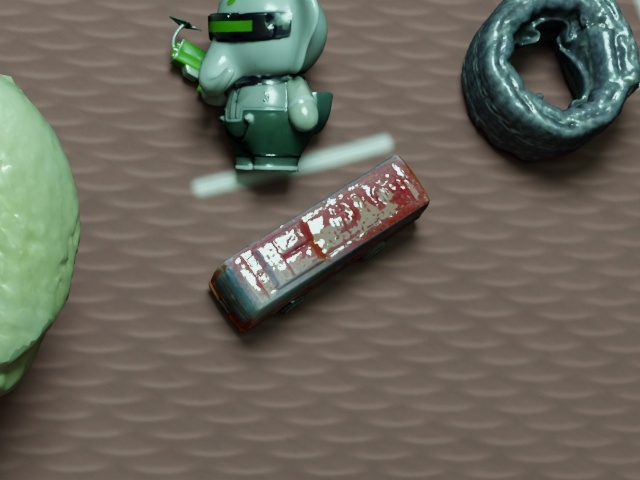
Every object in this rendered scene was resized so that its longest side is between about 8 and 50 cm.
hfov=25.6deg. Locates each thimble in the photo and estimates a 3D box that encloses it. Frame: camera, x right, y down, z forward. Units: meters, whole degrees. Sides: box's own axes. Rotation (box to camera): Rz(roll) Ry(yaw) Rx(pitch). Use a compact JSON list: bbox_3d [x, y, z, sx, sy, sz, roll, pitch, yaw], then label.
[{"bbox_3d":[0.201,-0.149,1.245,0.150,0.098,0.150,2,75,-9],"label":"thimble"}]

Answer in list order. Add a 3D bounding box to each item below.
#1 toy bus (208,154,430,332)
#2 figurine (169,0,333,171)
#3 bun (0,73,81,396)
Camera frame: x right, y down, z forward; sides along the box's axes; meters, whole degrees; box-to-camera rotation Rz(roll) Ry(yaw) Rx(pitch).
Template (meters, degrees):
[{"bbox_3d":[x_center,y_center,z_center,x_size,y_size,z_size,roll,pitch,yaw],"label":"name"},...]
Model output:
[{"bbox_3d":[0.000,0.000,1.179,0.192,0.077,0.065,-33,81,-17],"label":"toy bus"},{"bbox_3d":[-0.046,-0.154,1.190,0.126,0.147,0.192,2,93,-29],"label":"figurine"},{"bbox_3d":[-0.363,0.003,1.033,0.352,0.227,0.349,-38,84,-20],"label":"bun"}]
